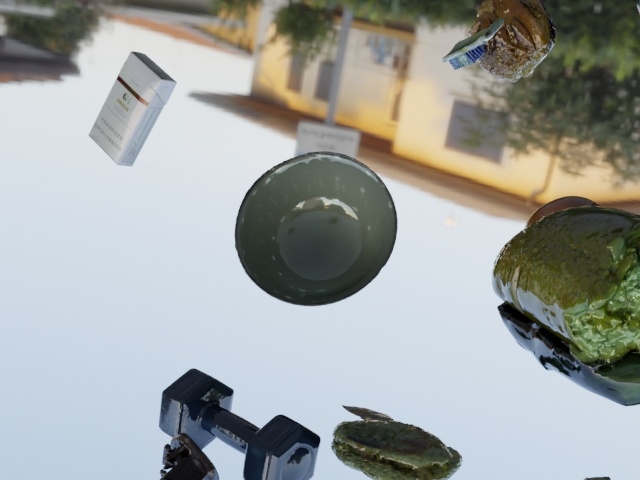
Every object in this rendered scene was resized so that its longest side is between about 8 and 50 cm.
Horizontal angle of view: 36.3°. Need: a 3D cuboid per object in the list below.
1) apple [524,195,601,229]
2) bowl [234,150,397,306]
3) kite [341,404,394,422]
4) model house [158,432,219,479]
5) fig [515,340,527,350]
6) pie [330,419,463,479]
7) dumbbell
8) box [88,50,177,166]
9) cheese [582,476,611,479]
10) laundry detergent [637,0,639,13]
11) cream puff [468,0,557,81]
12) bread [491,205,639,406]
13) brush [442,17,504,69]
[{"bbox_3d":[0.497,0.018,1.881,0.210,0.173,0.235,9,-129,-43],"label":"apple"},{"bbox_3d":[0.000,0.000,2.033,0.337,0.337,0.157,15,161,16],"label":"bowl"},{"bbox_3d":[0.131,0.426,2.298,0.127,0.016,0.229,10,-178,-13],"label":"kite"},{"bbox_3d":[-0.254,0.446,1.675,0.141,0.203,0.164,25,-128,31],"label":"model house"},{"bbox_3d":[0.380,0.129,1.556,0.154,0.109,0.103,-11,149,32],"label":"fig"},{"bbox_3d":[0.134,0.380,1.769,0.248,0.090,0.201,10,-173,25],"label":"pie"},{"bbox_3d":[-0.156,0.361,1.832,0.325,0.144,0.160,21,167,40],"label":"dumbbell"},{"bbox_3d":[-0.287,-0.199,1.481,0.084,0.154,0.040,44,-158,29],"label":"box"},{"bbox_3d":[0.480,0.527,1.628,0.163,0.249,0.071,14,-167,19],"label":"cheese"},{"bbox_3d":[0.701,-0.396,1.951,0.061,0.206,0.096,-40,-148,-14],"label":"laundry detergent"},{"bbox_3d":[0.265,-0.285,1.371,0.119,0.133,0.104,31,-133,23],"label":"cream puff"},{"bbox_3d":[0.385,0.064,1.330,0.251,0.208,0.376,-32,-168,-4],"label":"bread"},{"bbox_3d":[0.178,-0.221,1.122,0.030,0.033,0.178,53,175,-7],"label":"brush"}]
